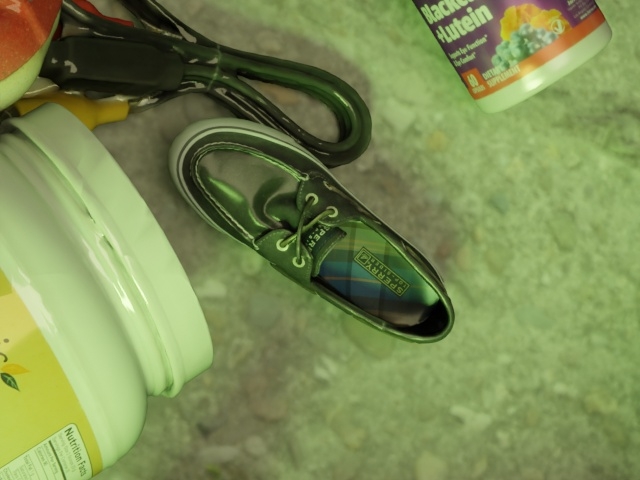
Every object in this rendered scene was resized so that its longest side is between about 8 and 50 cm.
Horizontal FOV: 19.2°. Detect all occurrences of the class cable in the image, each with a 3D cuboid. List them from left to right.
[{"bbox_3d":[-0.104,-0.117,1.277,0.287,0.072,0.139,7,72,-29],"label":"cable"}]

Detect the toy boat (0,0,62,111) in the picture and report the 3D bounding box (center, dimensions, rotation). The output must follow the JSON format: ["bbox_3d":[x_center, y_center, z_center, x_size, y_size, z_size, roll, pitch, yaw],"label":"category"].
[{"bbox_3d":[-0.277,-0.157,1.124,0.231,0.151,0.151,-4,129,10],"label":"toy boat"}]

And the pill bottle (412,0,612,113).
[{"bbox_3d":[0.108,-0.194,1.307,0.108,0.108,0.193,-35,96,-17],"label":"pill bottle"}]

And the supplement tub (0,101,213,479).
[{"bbox_3d":[-0.245,0.077,1.114,0.316,0.228,0.228,-33,96,-17],"label":"supplement tub"}]

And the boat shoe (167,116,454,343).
[{"bbox_3d":[0.000,0.000,1.257,0.228,0.076,0.080,39,93,-23],"label":"boat shoe"}]
